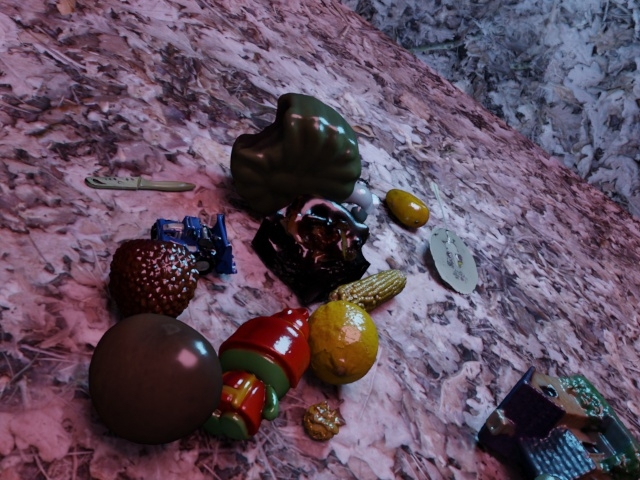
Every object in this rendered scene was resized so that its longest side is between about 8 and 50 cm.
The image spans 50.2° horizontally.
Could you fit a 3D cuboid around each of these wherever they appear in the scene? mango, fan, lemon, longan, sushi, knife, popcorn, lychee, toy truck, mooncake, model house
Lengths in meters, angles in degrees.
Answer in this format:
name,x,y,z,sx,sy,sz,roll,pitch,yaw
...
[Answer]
name,x,y,z,sx,sy,sz,roll,pitch,yaw
mango,0.279,-0.108,2.211,0.165,0.089,0.115,40,29,9
fan,0.410,-0.012,2.199,0.233,0.012,0.414,20,50,-39
lemon,0.043,0.231,1.553,0.181,0.180,0.193,1,44,-39
longan,-0.288,0.240,1.203,0.248,0.248,0.248,22,37,-18
sushi,0.000,-0.001,1.751,0.227,0.212,0.216,47,35,21
knife,-0.446,-0.144,1.716,0.293,0.019,0.043,-3,52,-40
popcorn,0.005,0.383,1.447,0.082,0.057,0.083,49,35,16
lychee,-0.345,0.089,1.407,0.188,0.188,0.188,22,37,-18
toy truck,-0.282,0.003,1.588,0.208,0.126,0.113,10,42,-33
mooncake,-0.063,-0.207,1.834,0.352,0.351,0.187,17,35,-24
model house,0.546,0.476,1.623,0.280,0.245,0.312,19,29,-29

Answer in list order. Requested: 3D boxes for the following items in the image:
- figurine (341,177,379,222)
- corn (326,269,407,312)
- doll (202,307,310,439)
name,x,y,z,sx,sy,sz,roll,pitch,yaw
figurine,0.095,-0.104,2.018,0.147,0.126,0.192,32,66,-24
corn,0.124,0.140,1.795,0.097,0.097,0.320,49,36,18
doll,-0.117,0.244,1.405,0.183,0.160,0.363,1,28,28
